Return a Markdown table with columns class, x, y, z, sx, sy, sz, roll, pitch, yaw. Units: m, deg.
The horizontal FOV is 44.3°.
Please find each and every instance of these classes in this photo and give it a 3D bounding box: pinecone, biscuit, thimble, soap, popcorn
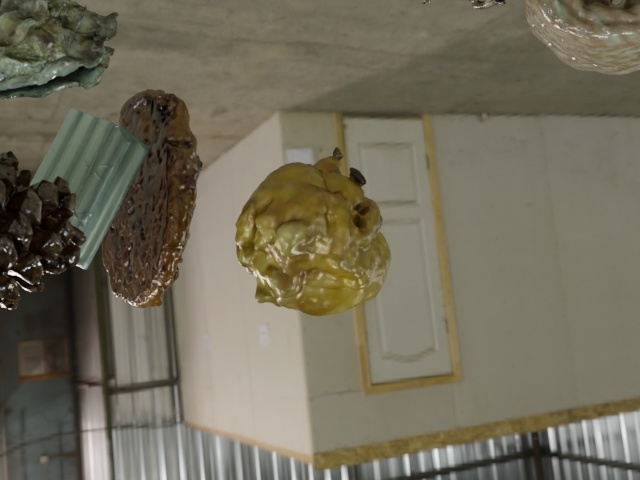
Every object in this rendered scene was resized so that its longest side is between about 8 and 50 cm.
| class | x | y | z | sx | sy | sz | roll | pitch | yaw |
| --- | --- | --- | --- | --- | --- | --- | --- | --- | --- |
| pinecone | -0.370 | -0.014 | 0.860 | 0.205 | 0.179 | 0.184 | -22 | 144 | -21 |
| biscuit | -0.260 | -0.063 | 1.211 | 0.081 | 0.334 | 0.289 | 5 | 178 | -34 |
| thimble | 0.303 | -0.297 | 0.831 | 0.196 | 0.229 | 0.148 | -37 | 166 | 9 |
| soap | -0.337 | -0.073 | 1.094 | 0.119 | 0.198 | 0.066 | 22 | 171 | 22 |
| popcorn | 0.000 | 0.002 | 1.033 | 0.253 | 0.190 | 0.191 | -28 | 150 | -53 |

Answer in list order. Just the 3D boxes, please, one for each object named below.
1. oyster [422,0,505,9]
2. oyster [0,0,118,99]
| class | x | y | z | sx | sy | sz | roll | pitch | yaw |
| --- | --- | --- | --- | --- | --- | --- | --- | --- | --- |
| oyster | 0.152 | -0.307 | 0.909 | 0.106 | 0.061 | 0.200 | 4 | -164 | -34 |
| oyster | -0.363 | -0.227 | 0.904 | 0.198 | 0.112 | 0.268 | 11 | -154 | 24 |
